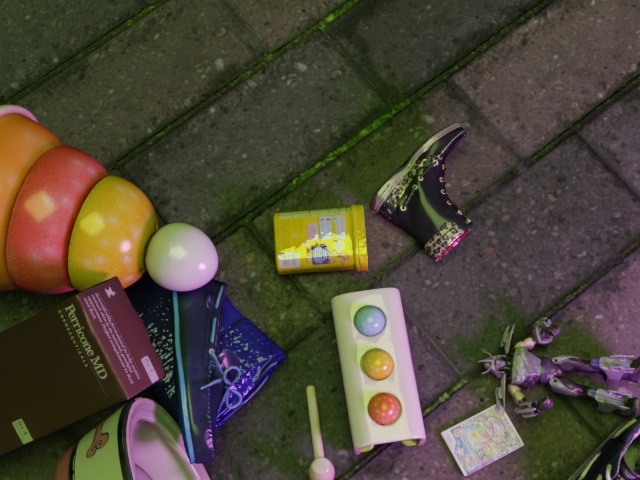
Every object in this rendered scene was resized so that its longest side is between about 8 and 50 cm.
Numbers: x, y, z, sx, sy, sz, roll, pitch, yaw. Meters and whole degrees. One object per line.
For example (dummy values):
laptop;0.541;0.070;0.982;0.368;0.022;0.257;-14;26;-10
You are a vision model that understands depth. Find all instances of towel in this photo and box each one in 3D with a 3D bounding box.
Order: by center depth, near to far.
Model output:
towel;-0.243;0.189;1.997;0.228;0.076;0.308;-41;74;-20

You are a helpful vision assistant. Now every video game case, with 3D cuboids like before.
video game case;0.288;0.354;1.956;0.122;0.011;0.087;-26;72;-8

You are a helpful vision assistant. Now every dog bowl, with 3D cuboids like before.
dog bowl;-0.273;0.461;1.734;0.150;0.408;0.408;-24;71;5

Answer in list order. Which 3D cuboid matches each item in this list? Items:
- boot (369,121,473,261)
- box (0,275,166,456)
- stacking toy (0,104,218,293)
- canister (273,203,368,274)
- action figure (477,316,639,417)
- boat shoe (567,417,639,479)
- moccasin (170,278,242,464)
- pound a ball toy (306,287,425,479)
boot;0.232;-0.092;2.082;0.236;0.085;0.178;-44;77;-7
box;-0.470;0.228;1.836;0.381;0.143;0.191;-27;91;22
stacking toy;-0.405;-0.010;1.904;0.480;0.350;0.350;19;71;12
canister;0.000;0.000;2.057;0.170;0.073;0.126;-4;70;1
action figure;0.422;0.234;1.954;0.285;0.099;0.185;9;75;7
boat shoe;0.473;0.429;1.847;0.127;0.158;0.340;35;74;13
moccasin;-0.191;0.208;1.876;0.117;0.137;0.342;-1;65;-12
pound a ball toy;0.064;0.256;1.930;0.208;0.136;0.319;-7;69;-2
